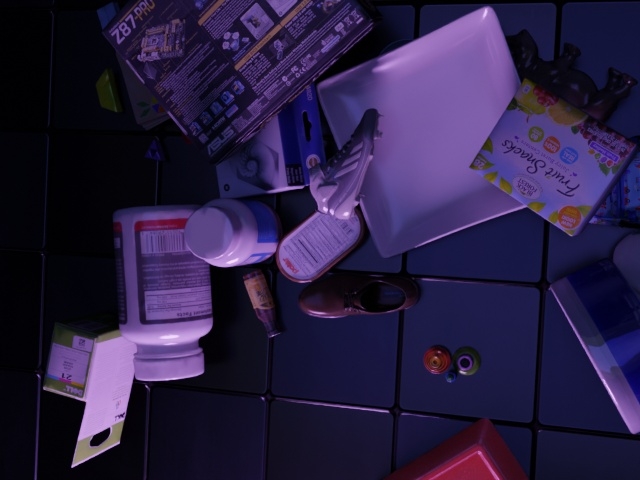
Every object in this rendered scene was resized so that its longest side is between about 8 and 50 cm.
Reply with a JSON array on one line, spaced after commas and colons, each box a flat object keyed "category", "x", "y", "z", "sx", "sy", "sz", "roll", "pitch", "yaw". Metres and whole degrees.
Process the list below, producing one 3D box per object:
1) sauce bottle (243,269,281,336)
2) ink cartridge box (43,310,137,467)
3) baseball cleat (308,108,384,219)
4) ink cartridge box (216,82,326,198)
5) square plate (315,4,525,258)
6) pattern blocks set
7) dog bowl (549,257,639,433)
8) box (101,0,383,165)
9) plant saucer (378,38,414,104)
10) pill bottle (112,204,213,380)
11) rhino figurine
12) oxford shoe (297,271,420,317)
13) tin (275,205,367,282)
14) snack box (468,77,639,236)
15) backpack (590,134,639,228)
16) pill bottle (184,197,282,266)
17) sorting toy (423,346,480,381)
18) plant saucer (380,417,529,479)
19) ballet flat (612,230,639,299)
[{"category": "sauce bottle", "x": -0.108, "y": 0.120, "z": 1.630, "sx": 0.042, "sy": 0.042, "sz": 0.128, "roll": -23, "pitch": 87, "yaw": 15}, {"category": "ink cartridge box", "x": -0.444, "y": 0.280, "z": 1.647, "sx": 0.097, "sy": 0.189, "sz": 0.255, "roll": 14, "pitch": 95, "yaw": 14}, {"category": "baseball cleat", "x": 0.039, "y": -0.139, "z": 1.505, "sx": 0.109, "sy": 0.072, "sz": 0.206, "roll": 14, "pitch": 102, "yaw": -1}, {"category": "ink cartridge box", "x": -0.104, "y": -0.197, "z": 1.592, "sx": 0.224, "sy": 0.045, "sz": 0.223, "roll": -10, "pitch": 89, "yaw": 30}, {"category": "square plate", "x": 0.205, "y": -0.183, "z": 1.512, "sx": 0.347, "sy": 0.049, "sz": 0.344, "roll": -21, "pitch": 89, "yaw": 21}, {"category": "pattern blocks set", "x": -0.321, "y": -0.316, "z": 1.654, "sx": 0.285, "sy": 0.026, "sz": 0.325, "roll": -3, "pitch": 100, "yaw": 30}, {"category": "dog bowl", "x": 0.472, "y": 0.163, "z": 1.354, "sx": 0.104, "sy": 0.265, "sz": 0.265, "roll": -29, "pitch": 83, "yaw": 11}, {"category": "box", "x": -0.142, "y": -0.370, "z": 1.477, "sx": 0.395, "sy": 0.097, "sz": 0.318, "roll": -39, "pitch": 94, "yaw": 24}, {"category": "plant saucer", "x": 0.157, "y": -0.305, "z": 1.559, "sx": 0.119, "sy": 0.021, "sz": 0.119, "roll": 0, "pitch": 91, "yaw": 15}, {"category": "pill bottle", "x": -0.293, "y": 0.095, "z": 1.610, "sx": 0.176, "sy": 0.176, "sz": 0.318, "roll": -3, "pitch": 90, "yaw": 15}, {"category": "rhino figurine", "x": 0.406, "y": -0.284, "z": 1.464, "sx": 0.243, "sy": 0.073, "sz": 0.106, "roll": 33, "pitch": 106, "yaw": 15}, {"category": "oxford shoe", "x": 0.060, "y": 0.099, "z": 1.556, "sx": 0.227, "sy": 0.096, "sz": 0.082, "roll": -8, "pitch": 90, "yaw": 17}, {"category": "tin", "x": 0.000, "y": 0.000, "z": 1.591, "sx": 0.190, "sy": 0.040, "sz": 0.106, "roll": -40, "pitch": 84, "yaw": 9}, {"category": "snack box", "x": 0.375, "y": -0.133, "z": 1.381, "sx": 0.207, "sy": 0.070, "sz": 0.174, "roll": 39, "pitch": 109, "yaw": 23}, {"category": "backpack", "x": 0.495, "y": -0.098, "z": 1.422, "sx": 0.173, "sy": 0.117, "sz": 0.158, "roll": 4, "pitch": 91, "yaw": 18}, {"category": "pill bottle", "x": -0.158, "y": -0.016, "z": 1.547, "sx": 0.124, "sy": 0.221, "sz": 0.124, "roll": 0, "pitch": 91, "yaw": 15}, {"category": "sorting toy", "x": 0.234, "y": 0.223, "z": 1.536, "sx": 0.102, "sy": 0.042, "sz": 0.061, "roll": 0, "pitch": 91, "yaw": 15}, {"category": "plant saucer", "x": 0.260, "y": 0.493, "z": 1.531, "sx": 0.259, "sy": 0.048, "sz": 0.258, "roll": -35, "pitch": 82, "yaw": 12}, {"category": "ballet flat", "x": 0.618, "y": 0.153, "z": 1.368, "sx": 0.139, "sy": 0.139, "sz": 0.400, "roll": -33, "pitch": 81, "yaw": 14}]
